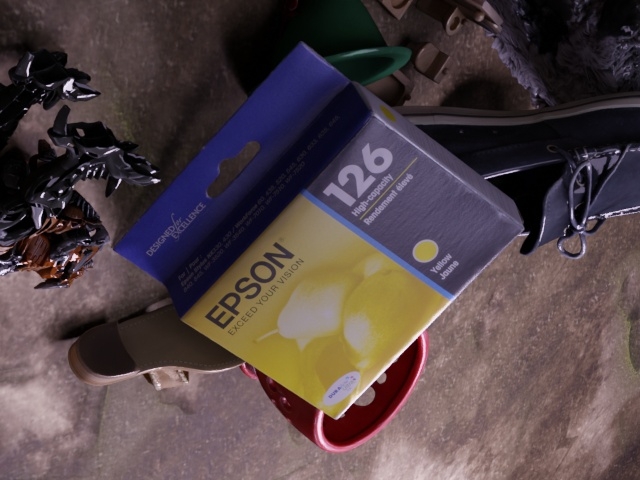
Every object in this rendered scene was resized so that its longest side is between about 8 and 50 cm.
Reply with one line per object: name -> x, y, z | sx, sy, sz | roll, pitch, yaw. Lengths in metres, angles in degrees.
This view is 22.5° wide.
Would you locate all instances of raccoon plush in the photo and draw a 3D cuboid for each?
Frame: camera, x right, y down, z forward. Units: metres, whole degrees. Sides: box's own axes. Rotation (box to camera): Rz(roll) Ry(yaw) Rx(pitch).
raccoon plush -> 0.367, -0.278, 1.998 | 0.299, 0.216, 0.446 | -41, 153, -24

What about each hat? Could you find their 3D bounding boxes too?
hat -> -0.007, -0.255, 1.667 | 0.173, 0.184, 0.208 | -11, 172, -35

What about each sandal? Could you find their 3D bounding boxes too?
sandal -> -0.185, 0.125, 1.756 | 0.240, 0.088, 0.079 | -6, 155, -44

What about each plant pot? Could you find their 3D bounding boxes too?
plant pot -> 0.004, 0.129, 1.899 | 0.191, 0.174, 0.191 | -36, 144, -32

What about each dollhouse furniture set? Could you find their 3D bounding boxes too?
dollhouse furniture set -> 0.122, -0.204, 1.798 | 0.151, 0.123, 0.144 | -56, 149, 1

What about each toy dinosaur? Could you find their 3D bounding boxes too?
toy dinosaur -> -0.270, -0.039, 1.401 | 0.218, 0.164, 0.322 | -43, 172, 9

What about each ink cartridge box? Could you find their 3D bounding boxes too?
ink cartridge box -> 0.000, 0.000, 1.650 | 0.307, 0.072, 0.303 | 33, 111, -28

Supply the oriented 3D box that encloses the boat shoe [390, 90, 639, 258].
boat shoe -> 0.264, -0.064, 1.847 | 0.500, 0.156, 0.187 | -2, 144, -8
